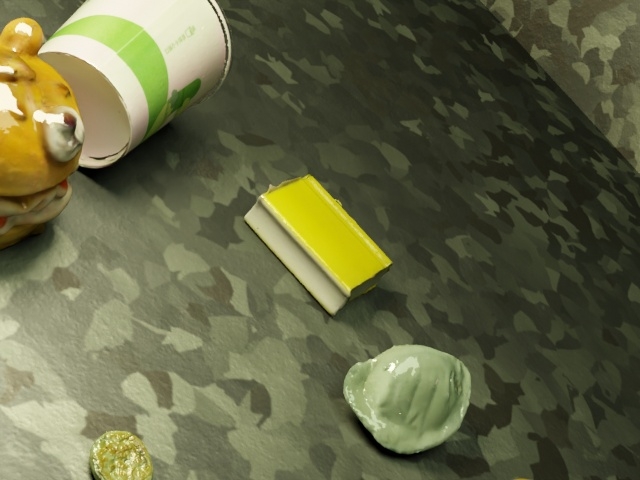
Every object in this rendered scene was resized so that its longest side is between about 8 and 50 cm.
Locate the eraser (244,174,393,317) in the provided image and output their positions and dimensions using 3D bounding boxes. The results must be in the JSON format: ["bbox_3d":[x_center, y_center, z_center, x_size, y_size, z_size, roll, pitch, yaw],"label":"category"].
[{"bbox_3d":[0.000,0.000,1.689,0.226,0.069,0.158,48,37,10],"label":"eraser"}]

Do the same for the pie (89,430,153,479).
[{"bbox_3d":[-0.234,0.260,1.216,0.084,0.021,0.084,24,41,-23],"label":"pie"}]

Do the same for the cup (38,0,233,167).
[{"bbox_3d":[-0.300,-0.257,1.557,0.253,0.253,0.274,38,41,-3],"label":"cup"}]

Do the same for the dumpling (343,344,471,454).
[{"bbox_3d":[0.127,0.228,1.541,0.219,0.152,0.108,2,4,-24],"label":"dumpling"}]

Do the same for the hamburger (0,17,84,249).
[{"bbox_3d":[-0.422,-0.145,1.309,0.276,0.237,0.276,23,40,-21],"label":"hamburger"}]

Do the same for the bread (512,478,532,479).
[{"bbox_3d":[0.301,0.449,1.402,0.270,0.142,0.195,39,37,2],"label":"bread"}]
